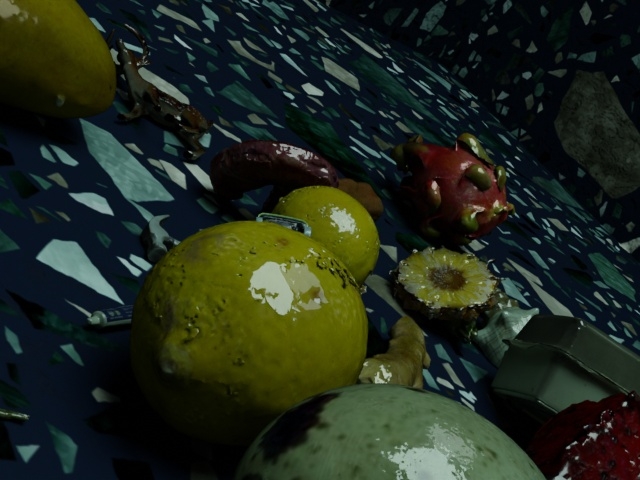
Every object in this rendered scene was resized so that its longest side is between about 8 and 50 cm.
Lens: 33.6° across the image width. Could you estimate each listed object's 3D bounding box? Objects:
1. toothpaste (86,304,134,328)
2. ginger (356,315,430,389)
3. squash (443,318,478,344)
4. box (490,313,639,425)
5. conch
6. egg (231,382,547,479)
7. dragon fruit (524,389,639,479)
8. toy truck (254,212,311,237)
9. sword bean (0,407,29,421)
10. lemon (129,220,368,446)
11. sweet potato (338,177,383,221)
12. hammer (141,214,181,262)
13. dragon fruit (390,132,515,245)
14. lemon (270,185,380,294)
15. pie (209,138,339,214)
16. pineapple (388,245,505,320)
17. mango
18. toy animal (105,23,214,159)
[{"bbox_3d":[-0.238,0.092,1.288,0.037,0.021,0.140,44,20,19],"label":"toothpaste"},{"bbox_3d":[0.115,0.186,1.598,0.118,0.065,0.299,50,21,-4],"label":"ginger"},{"bbox_3d":[0.267,0.110,2.007,0.071,0.080,0.318,-1,16,10],"label":"squash"},{"bbox_3d":[0.451,0.253,1.780,0.290,0.166,0.220,33,-9,-13],"label":"box"},{"bbox_3d":[0.350,0.168,1.968,0.137,0.114,0.234,19,30,-10],"label":"conch"},{"bbox_3d":[0.084,0.291,1.013,0.379,0.287,0.288,29,21,-38],"label":"egg"},{"bbox_3d":[0.392,0.427,1.518,0.286,0.228,0.329,-35,93,-36],"label":"dragon fruit"},{"bbox_3d":[-0.066,0.065,1.489,0.085,0.116,0.191,9,50,-9],"label":"toy truck"},{"bbox_3d":[-0.319,0.163,1.017,0.083,0.012,0.012,20,27,-38],"label":"sword bean"},{"bbox_3d":[-0.081,0.105,1.180,0.258,0.258,0.310,45,21,20],"label":"lemon"},{"bbox_3d":[0.029,-0.079,1.987,0.251,0.097,0.097,12,32,-52],"label":"sweet potato"},{"bbox_3d":[-0.152,0.032,1.549,0.246,0.029,0.103,26,24,-32],"label":"hammer"},{"bbox_3d":[0.278,-0.112,2.328,0.227,0.243,0.307,-13,10,-37],"label":"dragon fruit"},{"bbox_3d":[0.000,0.000,1.655,0.173,0.173,0.206,8,40,-52],"label":"lemon"},{"bbox_3d":[-0.075,-0.096,1.745,0.218,0.204,0.054,18,62,-20],"label":"pie"},{"bbox_3d":[0.232,0.080,1.925,0.221,0.047,0.221,3,35,-2],"label":"pineapple"},{"bbox_3d":[-0.477,-0.319,1.501,0.445,0.220,0.301,30,19,-28],"label":"mango"},{"bbox_3d":[-0.297,-0.253,1.879,0.243,0.087,0.260,44,15,-23],"label":"toy animal"}]
